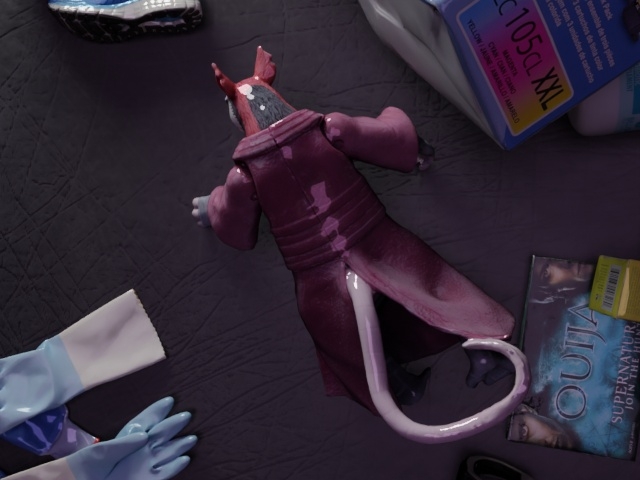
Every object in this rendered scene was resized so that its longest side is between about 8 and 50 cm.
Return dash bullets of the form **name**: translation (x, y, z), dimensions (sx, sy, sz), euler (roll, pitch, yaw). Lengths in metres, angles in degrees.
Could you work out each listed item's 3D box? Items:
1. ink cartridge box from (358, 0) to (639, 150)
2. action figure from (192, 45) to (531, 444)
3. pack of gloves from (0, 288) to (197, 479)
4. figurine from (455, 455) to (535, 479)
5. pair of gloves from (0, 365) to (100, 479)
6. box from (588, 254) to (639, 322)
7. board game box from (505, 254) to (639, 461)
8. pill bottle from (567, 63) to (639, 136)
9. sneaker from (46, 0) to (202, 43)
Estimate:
- **ink cartridge box**: translation (0.229, -0.285, 0.784), dimensions (0.395, 0.270, 0.151), euler (-33, 127, 0)
- **action figure**: translation (0.000, 0.000, 0.861), dimensions (0.248, 0.276, 0.370), euler (-31, 99, 12)
- **pack of gloves**: translation (-0.256, 0.187, 0.977), dimensions (0.232, 0.046, 0.195), euler (-27, 86, -1)
- **figurine**: translation (0.208, 0.343, 0.918), dimensions (0.214, 0.092, 0.209), euler (18, 100, 6)
- **pair of gloves**: translation (-0.340, 0.232, 1.015), dimensions (0.159, 0.023, 0.198), euler (37, 93, 7)
- **box**: translation (0.375, 0.063, 0.874), dimensions (0.232, 0.087, 0.058), euler (12, 92, -3)
- **board game box**: translation (0.257, 0.114, 0.936), dimensions (0.126, 0.026, 0.186), euler (8, 90, 7)
- **pill bottle**: translation (0.357, -0.183, 0.866), dimensions (0.264, 0.146, 0.146), euler (-8, 88, 8)
- **sneaker**: translation (-0.203, -0.253, 0.993), dimensions (0.162, 0.063, 0.073), euler (-3, 74, 2)
